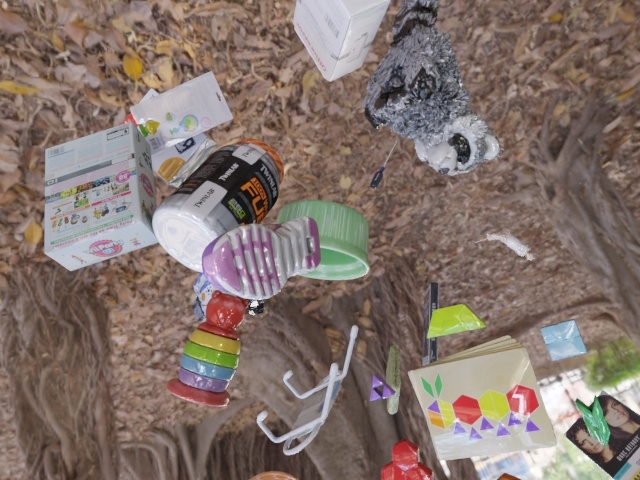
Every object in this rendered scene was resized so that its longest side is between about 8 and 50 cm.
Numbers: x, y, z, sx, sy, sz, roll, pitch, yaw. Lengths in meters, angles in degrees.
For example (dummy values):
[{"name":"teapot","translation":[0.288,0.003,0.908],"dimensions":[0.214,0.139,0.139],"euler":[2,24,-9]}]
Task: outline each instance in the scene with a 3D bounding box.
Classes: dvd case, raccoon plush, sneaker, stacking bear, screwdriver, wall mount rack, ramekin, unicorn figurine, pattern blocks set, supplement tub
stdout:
[{"name":"dvd case","translation":[0.332,0.260,1.506],"dimensions":[0.029,0.239,0.179],"euler":[2,164,6]},{"name":"raccoon plush","translation":[0.301,-0.363,1.143],"dimensions":[0.299,0.446,0.216],"euler":[26,170,-27]},{"name":"sneaker","translation":[-0.090,0.022,0.678],"dimensions":[0.104,0.095,0.236],"euler":[-3,-174,26]},{"name":"stacking bear","translation":[-0.287,0.284,1.359],"dimensions":[0.175,0.289,0.164],"euler":[19,169,-13]},{"name":"screwdriver","translation":[0.181,-0.213,1.382],"dimensions":[0.024,0.025,0.170],"euler":[46,68,-40]},{"name":"wall mount rack","translation":[-0.007,0.388,1.331],"dimensions":[0.304,0.130,0.350],"euler":[-36,-176,24]},{"name":"ramekin","translation":[0.000,0.000,1.467],"dimensions":[0.303,0.148,0.303],"euler":[7,159,3]},{"name":"unicorn figurine","translation":[0.542,0.004,1.437],"dimensions":[0.111,0.162,0.060],"euler":[-14,126,-63]},{"name":"pattern blocks set","translation":[0.225,0.234,0.721],"dimensions":[0.324,0.285,0.026],"euler":[-11,172,27]},{"name":"supplement tub","translation":[-0.221,-0.093,1.159],"dimensions":[0.316,0.193,0.193],"euler":[-59,180,-40]}]

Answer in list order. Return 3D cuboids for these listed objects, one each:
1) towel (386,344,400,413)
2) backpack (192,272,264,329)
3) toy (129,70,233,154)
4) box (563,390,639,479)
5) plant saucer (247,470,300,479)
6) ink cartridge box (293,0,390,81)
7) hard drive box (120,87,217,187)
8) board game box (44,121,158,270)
[{"name":"towel","translation":[0.184,0.347,1.258],"dimensions":[0.027,0.148,0.110],"euler":[4,123,4]},{"name":"backpack","translation":[-0.308,0.181,1.739],"dimensions":[0.276,0.213,0.263],"euler":[-22,170,-34]},{"name":"toy","translation":[-0.367,-0.335,1.333],"dimensions":[0.237,0.137,0.056],"euler":[-25,-177,-4]},{"name":"box","translation":[0.470,0.322,0.697],"dimensions":[0.060,0.244,0.100],"euler":[40,91,-20]},{"name":"plant saucer","translation":[-0.102,0.612,1.093],"dimensions":[0.200,0.200,0.037],"euler":[-8,139,-27]},{"name":"ink cartridge box","translation":[0.040,-0.571,1.254],"dimensions":[0.117,0.207,0.283],"euler":[-29,174,-14]},{"name":"hard drive box","translation":[-0.455,-0.299,1.477],"dimensions":[0.181,0.232,0.089],"euler":[-50,171,3]},{"name":"board game box","translation":[-0.509,-0.108,1.162],"dimensions":[0.224,0.303,0.097],"euler":[-18,149,1]}]
